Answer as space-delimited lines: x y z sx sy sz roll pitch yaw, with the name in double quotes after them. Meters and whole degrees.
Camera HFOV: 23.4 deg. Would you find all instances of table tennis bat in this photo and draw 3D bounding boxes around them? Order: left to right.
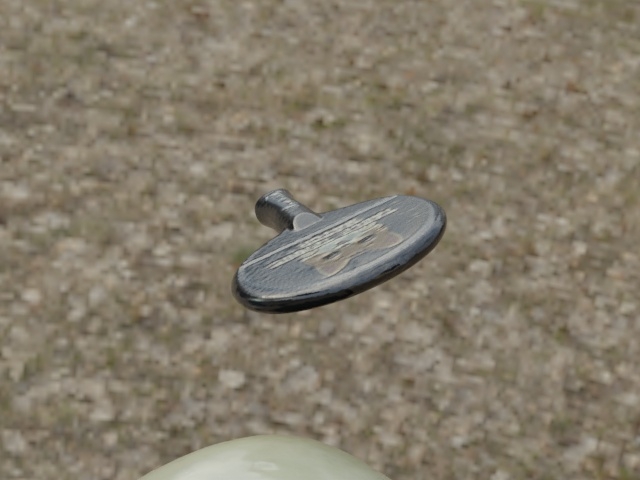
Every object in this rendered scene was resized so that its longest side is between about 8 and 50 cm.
0.000 0.000 1.066 0.150 0.027 0.236 -25 19 -11 "table tennis bat"

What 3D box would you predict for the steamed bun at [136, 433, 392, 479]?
-0.069 0.268 0.989 0.233 0.334 0.312 28 62 16 "steamed bun"
